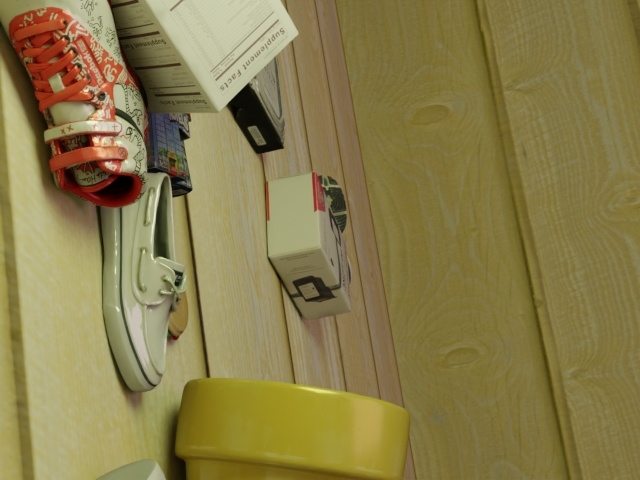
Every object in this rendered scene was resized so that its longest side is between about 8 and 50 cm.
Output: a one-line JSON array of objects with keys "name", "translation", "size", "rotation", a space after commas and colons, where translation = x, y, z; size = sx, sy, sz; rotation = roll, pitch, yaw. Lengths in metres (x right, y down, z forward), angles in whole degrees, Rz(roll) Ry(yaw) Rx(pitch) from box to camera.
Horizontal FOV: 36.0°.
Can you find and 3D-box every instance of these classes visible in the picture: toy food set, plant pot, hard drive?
[{"name": "toy food set", "translation": [-0.172, 0.072, 1.126], "size": [0.083, 0.020, 0.083], "rotation": [-88, 164, -55]}, {"name": "plant pot", "translation": [-0.040, 0.287, 1.056], "size": [0.254, 0.254, 0.239], "rotation": [54, 41, -68]}, {"name": "hard drive", "translation": [-0.129, -0.354, 1.727], "size": [0.237, 0.064, 0.339], "rotation": [60, 20, -62]}]

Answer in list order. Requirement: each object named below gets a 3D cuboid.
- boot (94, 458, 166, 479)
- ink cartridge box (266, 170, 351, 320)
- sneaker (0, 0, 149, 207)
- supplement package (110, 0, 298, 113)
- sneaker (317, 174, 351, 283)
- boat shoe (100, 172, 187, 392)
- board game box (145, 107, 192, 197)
[{"name": "boot", "translation": [-0.157, 0.271, 0.764], "size": [0.258, 0.095, 0.123], "rotation": [-49, 120, -79]}, {"name": "ink cartridge box", "translation": [-0.020, 0.014, 1.817], "size": [0.237, 0.100, 0.172], "rotation": [65, 18, -54]}, {"name": "sneaker", "translation": [-0.222, -0.141, 0.884], "size": [0.270, 0.090, 0.145], "rotation": [69, 11, -56]}, {"name": "supplement package", "translation": [-0.158, -0.259, 0.963], "size": [0.139, 0.134, 0.244], "rotation": [-48, 124, -26]}, {"name": "sneaker", "translation": [0.000, 0.000, 2.040], "size": [0.110, 0.107, 0.275], "rotation": [114, -26, -73]}, {"name": "boat shoe", "translation": [-0.174, 0.037, 0.995], "size": [0.083, 0.075, 0.226], "rotation": [24, 55, -78]}, {"name": "board game box", "translation": [-0.196, -0.158, 1.134], "size": [0.194, 0.060, 0.194], "rotation": [19, 61, -78]}]
